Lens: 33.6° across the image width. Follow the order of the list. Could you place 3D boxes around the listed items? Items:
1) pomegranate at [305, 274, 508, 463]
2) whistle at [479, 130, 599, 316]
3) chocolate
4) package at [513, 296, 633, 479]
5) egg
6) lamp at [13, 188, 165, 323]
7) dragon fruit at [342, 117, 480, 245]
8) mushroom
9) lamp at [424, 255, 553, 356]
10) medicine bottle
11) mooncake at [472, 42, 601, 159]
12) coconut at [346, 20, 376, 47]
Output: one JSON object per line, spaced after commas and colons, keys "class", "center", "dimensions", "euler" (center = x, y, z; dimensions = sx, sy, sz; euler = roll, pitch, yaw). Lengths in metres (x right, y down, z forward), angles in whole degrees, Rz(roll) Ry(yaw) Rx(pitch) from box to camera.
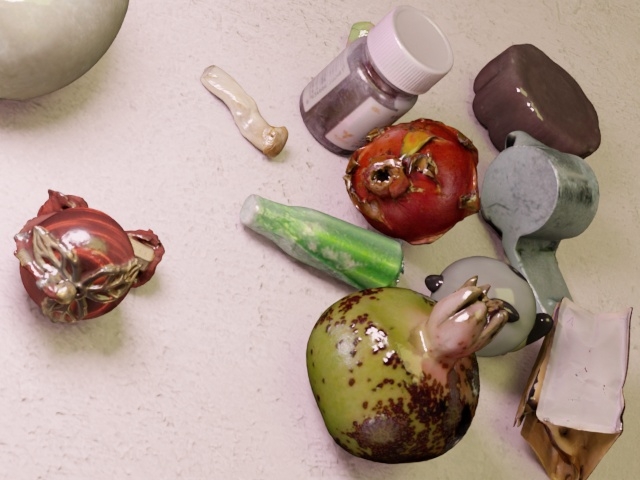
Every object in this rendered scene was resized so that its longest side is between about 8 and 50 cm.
{"class": "pomegranate", "center": [0.147, 0.180, 1.594], "dimensions": [0.285, 0.340, 0.285], "euler": [28, 43, -29]}
{"class": "whistle", "center": [0.443, -0.024, 2.178], "dimensions": [0.168, 0.188, 0.405], "euler": [5, 91, -46]}
{"class": "chocolate", "center": [0.000, 0.000, 1.777], "dimensions": [0.291, 0.110, 0.110], "euler": [23, 48, -26]}
{"class": "package", "center": [0.457, 0.264, 1.966], "dimensions": [0.165, 0.221, 0.311], "euler": [22, 46, 3]}
{"class": "egg", "center": [-0.414, -0.346, 1.515], "dimensions": [0.258, 0.258, 0.352], "euler": [39, 39, -15]}
{"class": "lamp", "center": [-0.308, 0.021, 1.433], "dimensions": [0.215, 0.151, 0.223], "euler": [34, 42, -26]}
{"class": "dragon fruit", "center": [0.171, -0.108, 1.903], "dimensions": [0.250, 0.250, 0.315], "euler": [53, 1, 0]}
{"class": "mushroom", "center": [-0.135, -0.232, 1.853], "dimensions": [0.202, 0.054, 0.059], "euler": [49, 36, 4]}
{"class": "lamp", "center": [0.305, 0.126, 1.910], "dimensions": [0.244, 0.197, 0.198], "euler": [27, 44, -52]}
{"class": "medicine bottle", "center": [0.099, -0.289, 1.937], "dimensions": [0.165, 0.273, 0.165], "euler": [24, 48, -30]}
{"class": "mooncake", "center": [0.485, -0.290, 2.389], "dimensions": [0.306, 0.154, 0.306], "euler": [23, 49, -30]}
{"class": "coconut", "center": [0.097, -0.404, 2.171], "dimensions": [0.083, 0.081, 0.082], "euler": [-2, 28, -28]}
